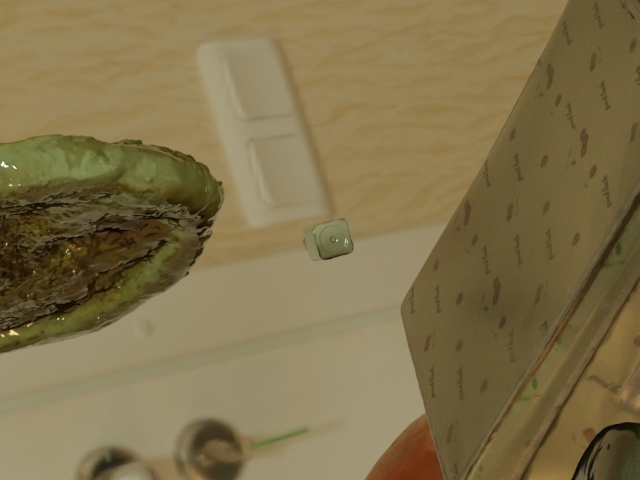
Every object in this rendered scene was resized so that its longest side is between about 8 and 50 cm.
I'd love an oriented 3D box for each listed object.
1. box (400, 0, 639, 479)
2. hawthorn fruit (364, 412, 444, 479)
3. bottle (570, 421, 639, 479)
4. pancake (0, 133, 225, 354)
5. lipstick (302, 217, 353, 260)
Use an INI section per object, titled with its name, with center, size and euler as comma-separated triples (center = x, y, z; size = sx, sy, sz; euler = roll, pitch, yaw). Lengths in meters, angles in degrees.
[box]
center = 0.206, 0.008, 0.882
size = 0.225, 0.190, 0.297
euler = -102, 34, -59
[hawthorn fruit]
center = 0.160, 0.260, 1.155
size = 0.284, 0.284, 0.284
euler = 16, 111, 50
[bottle]
center = 0.237, 0.165, 0.580
size = 0.156, 0.271, 0.143
euler = 93, -168, -74
[pancake]
center = -0.165, 0.013, 0.699
size = 0.253, 0.253, 0.037
euler = -41, 61, 49
[lipstick]
center = 0.000, 0.000, 0.974
size = 0.107, 0.025, 0.025
euler = 177, 80, -80
